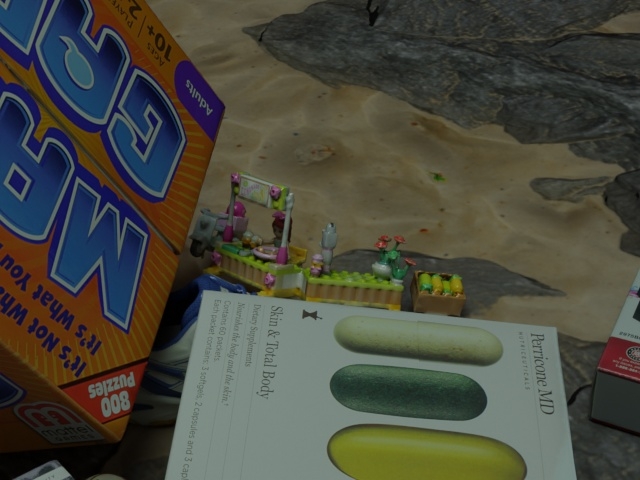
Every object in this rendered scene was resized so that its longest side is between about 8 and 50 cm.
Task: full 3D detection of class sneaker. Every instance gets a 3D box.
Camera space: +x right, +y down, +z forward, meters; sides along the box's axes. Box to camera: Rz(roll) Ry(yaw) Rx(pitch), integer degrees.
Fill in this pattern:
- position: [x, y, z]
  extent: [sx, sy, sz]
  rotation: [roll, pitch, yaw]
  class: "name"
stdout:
- position: [-0.070, 0.095, 1.009]
  extent: [0.296, 0.131, 0.112]
  rotation: [-2, 39, 1]
  class: "sneaker"

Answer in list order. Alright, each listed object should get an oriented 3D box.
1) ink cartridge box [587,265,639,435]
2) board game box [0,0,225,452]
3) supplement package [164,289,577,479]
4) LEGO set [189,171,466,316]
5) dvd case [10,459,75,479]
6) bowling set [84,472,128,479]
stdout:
- position: [0.327, 0.095, 1.014]
  extent: [0.127, 0.072, 0.175]
  rotation: [15, 45, 22]
  class: "ink cartridge box"
- position: [-0.350, -0.064, 0.924]
  extent: [0.356, 0.356, 0.356]
  rotation: [-10, 49, 28]
  class: "board game box"
- position: [0.029, 0.182, 0.818]
  extent: [0.262, 0.198, 0.199]
  rotation: [6, 40, -1]
  class: "supplement package"
- position: [0.000, 0.000, 1.099]
  extent: [0.287, 0.107, 0.132]
  rotation: [13, 13, 21]
  class: "LEGO set"
- position: [-0.176, 0.234, 0.689]
  extent: [0.164, 0.018, 0.221]
  rotation: [-23, 42, -35]
  class: "dvd case"
- position: [-0.230, 0.235, 0.787]
  extent: [0.287, 0.154, 0.200]
  rotation: [27, 88, 34]
  class: "bowling set"
